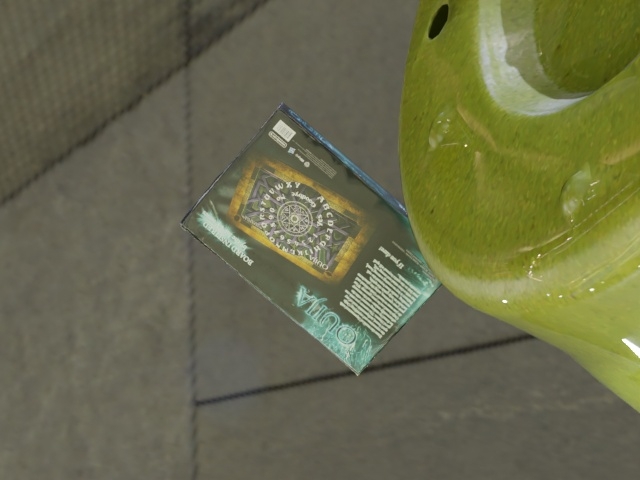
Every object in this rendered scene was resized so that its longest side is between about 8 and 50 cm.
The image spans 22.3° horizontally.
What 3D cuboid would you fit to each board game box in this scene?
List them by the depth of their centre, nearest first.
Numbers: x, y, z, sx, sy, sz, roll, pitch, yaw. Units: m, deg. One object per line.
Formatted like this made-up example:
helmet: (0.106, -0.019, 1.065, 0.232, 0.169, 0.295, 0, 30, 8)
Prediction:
board game box: (0.000, 0.000, 1.266, 0.186, 0.026, 0.126, 41, 105, -5)

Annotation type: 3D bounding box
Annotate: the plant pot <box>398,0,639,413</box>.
plant pot: (0.226, -0.033, 0.492, 0.366, 0.353, 0.366, -52, 27, 39)
